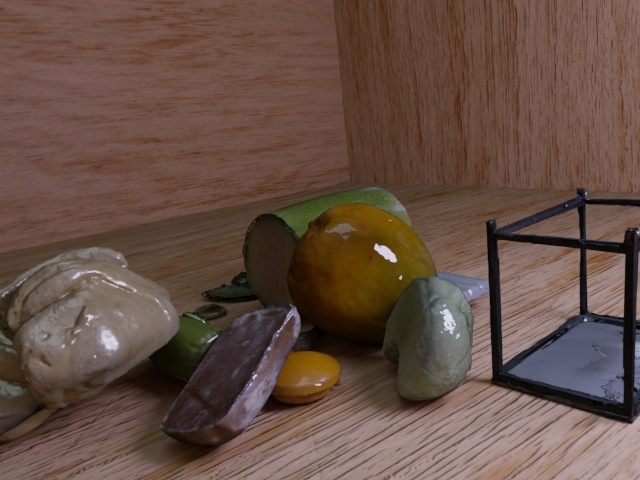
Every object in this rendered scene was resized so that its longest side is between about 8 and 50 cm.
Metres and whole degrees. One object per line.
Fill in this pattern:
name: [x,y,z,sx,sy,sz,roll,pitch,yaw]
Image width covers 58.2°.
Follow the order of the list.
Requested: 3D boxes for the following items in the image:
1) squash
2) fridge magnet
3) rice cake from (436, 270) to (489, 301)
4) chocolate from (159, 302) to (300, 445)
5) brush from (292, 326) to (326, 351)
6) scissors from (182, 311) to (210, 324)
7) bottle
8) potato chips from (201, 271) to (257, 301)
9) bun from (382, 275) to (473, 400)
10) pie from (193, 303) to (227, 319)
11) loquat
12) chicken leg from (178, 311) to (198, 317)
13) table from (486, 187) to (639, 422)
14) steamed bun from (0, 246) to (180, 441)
squash: [0.022,0.017,1.441,0.384,0.263,0.263,-17,16,-41]
fridge magnet: [-0.035,0.227,0.965,0.143,0.063,0.143,-5,14,1]
rice cake: [0.242,0.113,1.276,0.189,0.037,0.198,-19,17,-30]
chocolate: [-0.120,0.214,0.893,0.157,0.080,0.254,-18,27,36]
brush: [0.025,0.179,1.239,0.042,0.039,0.299,5,13,29]
scissors: [-0.181,0.196,1.142,0.187,0.133,0.020,14,63,30]
bottle: [-0.265,0.201,1.088,0.260,0.112,0.112,5,17,44]
potato chips: [-0.215,0.129,1.606,0.202,0.029,0.220,-4,15,7]
bun: [0.186,0.168,0.943,0.126,0.204,0.213,16,46,-7]
pie: [-0.273,0.175,1.423,0.084,0.020,0.084,-5,13,1]
loquat: [0.081,0.065,1.131,0.283,0.276,0.276,33,27,17]
chicken leg: [-0.385,0.197,1.315,0.219,0.048,0.089,-10,16,-16]
table: [0.456,0.072,0.934,0.335,0.272,0.222,-17,16,-41]
steamed bun: [-0.447,0.157,0.971,0.372,0.230,0.325,-26,15,8]
